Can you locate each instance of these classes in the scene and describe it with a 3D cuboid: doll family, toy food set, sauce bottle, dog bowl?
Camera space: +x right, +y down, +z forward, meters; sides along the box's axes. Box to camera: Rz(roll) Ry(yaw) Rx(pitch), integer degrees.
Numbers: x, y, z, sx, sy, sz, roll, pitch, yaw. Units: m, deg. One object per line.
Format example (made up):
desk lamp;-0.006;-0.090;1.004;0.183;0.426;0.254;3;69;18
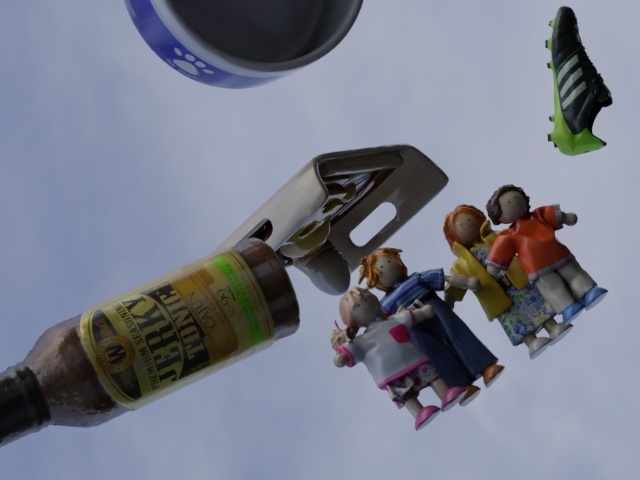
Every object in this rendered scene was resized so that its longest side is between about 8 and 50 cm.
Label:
doll family;0.120;0.057;1.666;0.163;0.263;0.118;53;167;15
toy food set;0.000;0.000;2.040;0.092;0.220;0.306;53;-154;12
sauce bottle;-0.187;0.110;1.733;0.344;0.111;0.111;-26;-75;-20
dog bowl;-0.086;-0.304;2.031;0.265;0.104;0.264;5;-101;-25

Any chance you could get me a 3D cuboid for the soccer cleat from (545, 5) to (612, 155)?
soccer cleat;0.301;-0.186;2.122;0.060;0.072;0.178;19;-112;-65
